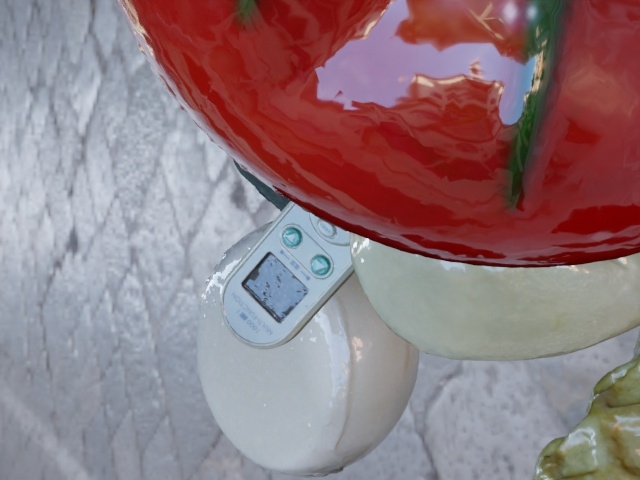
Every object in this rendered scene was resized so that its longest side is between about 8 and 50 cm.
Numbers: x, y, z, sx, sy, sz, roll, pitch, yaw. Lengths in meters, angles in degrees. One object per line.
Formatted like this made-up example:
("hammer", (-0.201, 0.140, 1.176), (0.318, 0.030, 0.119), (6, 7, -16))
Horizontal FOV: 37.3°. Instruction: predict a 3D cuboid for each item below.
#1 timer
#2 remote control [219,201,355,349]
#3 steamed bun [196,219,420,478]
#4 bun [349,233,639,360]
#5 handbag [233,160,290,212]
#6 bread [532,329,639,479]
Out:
("timer", (0.083, -0.178, 0.424), (0.279, 0.378, 0.378), (-119, 34, -80))
("remote control", (0.000, 0.000, 0.783), (0.078, 0.042, 0.221), (44, 108, 9))
("steamed bun", (-0.001, 0.112, 1.054), (0.283, 0.177, 0.283), (6, 99, 47))
("bun", (0.130, -0.020, 0.637), (0.229, 0.229, 0.145), (24, 127, 61))
("handbag", (0.058, -0.074, 1.265), (0.238, 0.326, 0.089), (-34, 16, 51))
("bread", (0.284, 0.161, 0.780), (0.268, 0.152, 0.130), (-47, 44, -14))
